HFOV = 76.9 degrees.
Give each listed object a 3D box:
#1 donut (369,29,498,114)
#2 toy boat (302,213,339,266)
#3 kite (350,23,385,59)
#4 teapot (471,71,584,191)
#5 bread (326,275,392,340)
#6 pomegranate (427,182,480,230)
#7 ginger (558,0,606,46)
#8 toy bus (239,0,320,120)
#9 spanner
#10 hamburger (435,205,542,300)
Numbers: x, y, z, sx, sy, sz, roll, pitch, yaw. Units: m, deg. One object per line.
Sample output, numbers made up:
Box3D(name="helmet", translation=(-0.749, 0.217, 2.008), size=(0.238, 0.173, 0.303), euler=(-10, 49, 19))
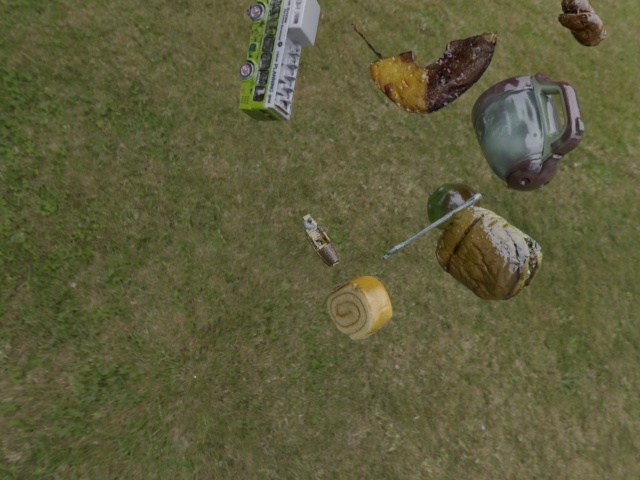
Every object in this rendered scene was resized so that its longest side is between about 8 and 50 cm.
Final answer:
Box3D(name="donut", translation=(0.287, -0.398, 0.992), size=(0.112, 0.296, 0.151), euler=(-39, 121, -52))
Box3D(name="toy boat", translation=(0.000, 0.000, 1.016), size=(0.047, 0.049, 0.149), euler=(-28, 80, -23))
Box3D(name="kite", translation=(0.146, -0.584, 1.207), size=(0.189, 0.009, 0.232), euler=(27, 29, -45))
Box3D(name="teapot", translation=(0.612, -0.312, 1.170), size=(0.234, 0.315, 0.311), euler=(4, 62, -13))
Box3D(name="bread", translation=(0.076, 0.143, 0.835), size=(0.073, 0.149, 0.122), euler=(-14, 73, -35))
Box3D(name="pomegranate", translation=(0.442, -0.120, 1.388), size=(0.180, 0.209, 0.179), euler=(-7, 113, -16))
Box3D(name="ginger", translation=(0.675, -0.580, 1.055), size=(0.103, 0.073, 0.162), euler=(-21, 82, -49))
Box3D(name="toy bus", translation=(-0.101, -0.441, 0.959), size=(0.140, 0.113, 0.300), euler=(11, 92, 20))
Box3D(name="spanner", translation=(0.287, -0.034, 1.037), size=(0.302, 0.071, 0.017), euler=(-32, 76, -7))
Box3D(name="hamburger", translation=(0.341, 0.035, 0.841), size=(0.206, 0.183, 0.130), euler=(36, 51, 19))
